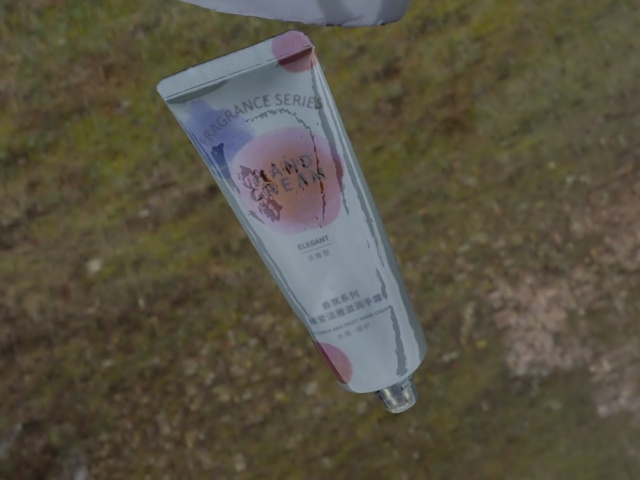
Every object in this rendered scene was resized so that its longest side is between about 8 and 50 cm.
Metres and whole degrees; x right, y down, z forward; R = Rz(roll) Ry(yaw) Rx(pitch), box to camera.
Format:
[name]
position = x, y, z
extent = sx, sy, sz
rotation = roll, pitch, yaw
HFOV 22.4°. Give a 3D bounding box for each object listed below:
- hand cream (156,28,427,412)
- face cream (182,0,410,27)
[hand cream]
position = 0.000, 0.000, 1.256
extent = 0.124, 0.078, 0.340
rotation = -18, 119, 17
[face cream]
position = -0.018, -0.226, 0.863
extent = 0.175, 0.175, 0.195
rotation = 0, 112, -27
